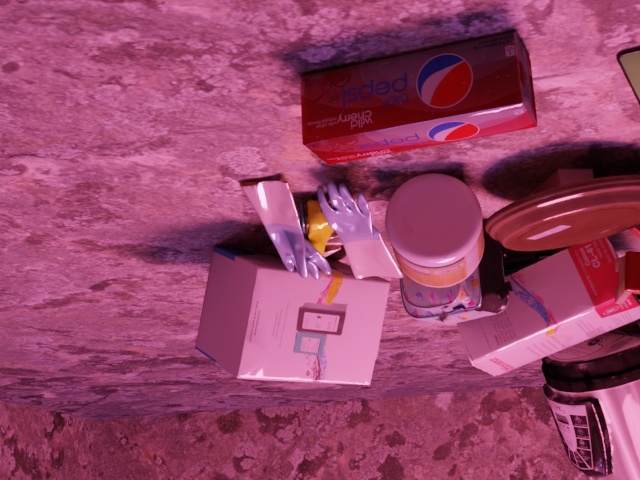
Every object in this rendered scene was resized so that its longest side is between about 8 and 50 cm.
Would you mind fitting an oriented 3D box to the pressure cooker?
[{"bbox_3d":[0.669,0.292,2.343,0.369,0.420,0.375,-18,-169,28],"label":"pressure cooker"}]

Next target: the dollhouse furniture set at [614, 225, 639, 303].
[{"bbox_3d":[0.665,0.003,1.729,0.374,0.201,0.152,5,163,-2],"label":"dollhouse furniture set"}]

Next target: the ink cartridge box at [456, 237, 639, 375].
[{"bbox_3d":[0.416,0.125,2.013,0.306,0.131,0.226,-24,159,14],"label":"ink cartridge box"}]

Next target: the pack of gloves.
[{"bbox_3d":[0.000,0.000,1.685,0.195,0.046,0.232,0,141,25],"label":"pack of gloves"}]

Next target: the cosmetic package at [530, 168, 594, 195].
[{"bbox_3d":[0.370,-0.072,1.689,0.060,0.041,0.115,0,163,-13],"label":"cosmetic package"}]

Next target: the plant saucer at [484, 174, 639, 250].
[{"bbox_3d":[0.388,-0.035,1.671,0.277,0.041,0.278,-9,166,-2],"label":"plant saucer"}]

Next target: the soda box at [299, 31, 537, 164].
[{"bbox_3d":[0.111,-0.160,1.275,0.263,0.092,0.083,-9,163,21],"label":"soda box"}]

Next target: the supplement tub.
[{"bbox_3d":[0.179,-0.009,1.702,0.144,0.144,0.200,-4,163,8],"label":"supplement tub"}]

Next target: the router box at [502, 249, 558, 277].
[{"bbox_3d":[0.358,0.044,2.072,0.178,0.046,0.133,-8,162,18],"label":"router box"}]

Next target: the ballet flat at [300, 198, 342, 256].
[{"bbox_3d":[0.002,-0.009,1.812,0.077,0.077,0.231,-5,162,-5],"label":"ballet flat"}]

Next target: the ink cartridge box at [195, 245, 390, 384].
[{"bbox_3d":[-0.050,0.134,1.968,0.270,0.197,0.198,8,-174,-30],"label":"ink cartridge box"}]

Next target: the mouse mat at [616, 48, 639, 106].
[{"bbox_3d":[0.447,-0.203,1.321,0.152,0.007,0.189,-9,163,23],"label":"mouse mat"}]

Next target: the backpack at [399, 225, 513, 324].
[{"bbox_3d":[0.217,0.063,1.904,0.144,0.166,0.188,5,162,-35],"label":"backpack"}]
